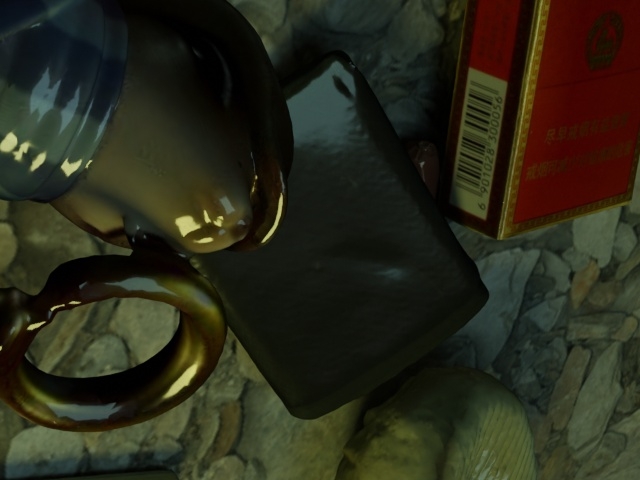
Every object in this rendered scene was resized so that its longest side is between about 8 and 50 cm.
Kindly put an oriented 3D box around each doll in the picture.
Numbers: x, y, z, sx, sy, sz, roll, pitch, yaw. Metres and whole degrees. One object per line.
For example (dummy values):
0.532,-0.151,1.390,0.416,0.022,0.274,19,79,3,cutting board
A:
-0.163,-0.068,0.869,0.340,0.209,0.318,10,112,-46,doll

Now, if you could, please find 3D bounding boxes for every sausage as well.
0.073,-0.010,1.236,0.030,0.035,0.147,-68,155,-50,sausage

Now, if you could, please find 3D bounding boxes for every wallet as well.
0.000,0.000,1.161,0.168,0.052,0.245,-33,126,-3,wallet

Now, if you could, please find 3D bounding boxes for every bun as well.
0.075,0.196,1.316,0.222,0.127,0.222,-19,114,-54,bun

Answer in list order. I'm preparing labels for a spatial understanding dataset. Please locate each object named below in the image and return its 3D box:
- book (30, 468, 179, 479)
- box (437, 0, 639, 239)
-0.255,0.260,1.141,0.322,0.018,0.228,2,116,-41,book
0.167,-0.131,1.194,0.153,0.074,0.240,-12,120,-38,box
